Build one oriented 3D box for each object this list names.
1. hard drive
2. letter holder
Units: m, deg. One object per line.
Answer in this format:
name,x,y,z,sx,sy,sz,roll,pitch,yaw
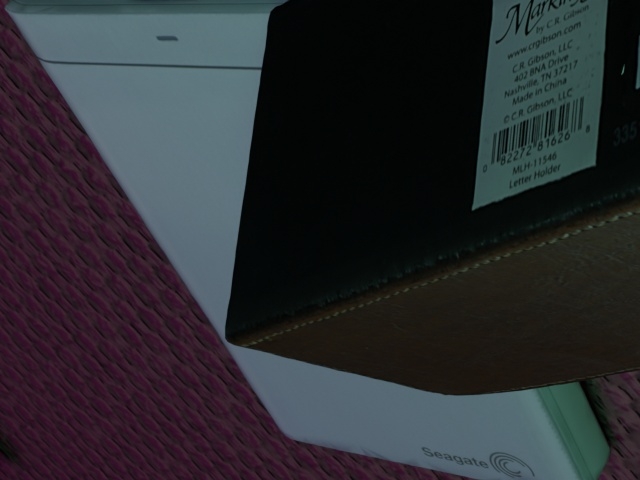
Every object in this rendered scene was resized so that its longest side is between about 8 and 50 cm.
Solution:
hard drive,0.000,0.000,0.866,0.233,0.047,0.353,6,140,39
letter holder,0.138,-0.034,0.576,0.214,0.152,0.302,18,158,-29
